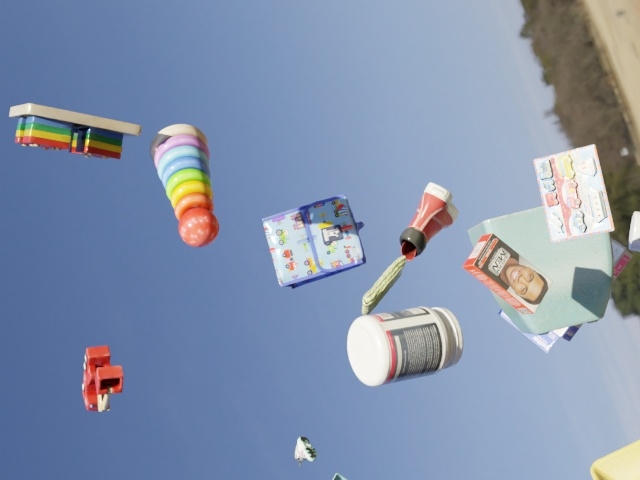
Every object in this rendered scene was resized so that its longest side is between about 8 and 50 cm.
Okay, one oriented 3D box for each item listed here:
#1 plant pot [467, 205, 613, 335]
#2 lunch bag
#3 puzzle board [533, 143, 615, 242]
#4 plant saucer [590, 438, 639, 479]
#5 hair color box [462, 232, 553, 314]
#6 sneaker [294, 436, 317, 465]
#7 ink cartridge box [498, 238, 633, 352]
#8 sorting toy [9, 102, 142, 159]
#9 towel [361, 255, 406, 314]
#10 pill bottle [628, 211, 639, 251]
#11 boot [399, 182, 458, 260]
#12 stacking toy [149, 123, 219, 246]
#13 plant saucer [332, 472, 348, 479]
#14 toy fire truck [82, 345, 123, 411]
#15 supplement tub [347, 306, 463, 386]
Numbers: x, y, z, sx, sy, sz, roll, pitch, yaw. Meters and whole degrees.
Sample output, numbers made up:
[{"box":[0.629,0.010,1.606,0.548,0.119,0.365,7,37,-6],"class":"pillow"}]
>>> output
[{"box":[0.469,0.061,1.897,0.248,0.247,0.252,77,180,-85],"class":"plant pot"},{"box":[0.000,0.000,2.789,0.138,0.293,0.221,16,-123,-73],"class":"lunch bag"},{"box":[0.369,-0.067,1.335,0.011,0.096,0.128,-10,-93,-53],"class":"puzzle board"},{"box":[0.743,0.504,1.812,0.081,0.333,0.332,56,-168,-21],"class":"plant saucer"},{"box":[0.322,0.058,1.567,0.141,0.043,0.072,37,-107,-11],"class":"hair color box"},{"box":[-0.043,0.577,2.430,0.038,0.069,0.098,14,-163,-22],"class":"sneaker"},{"box":[0.594,0.108,2.230,0.065,0.311,0.186,29,-171,-47],"class":"ink cartridge box"},{"box":[-0.581,-0.247,2.134,0.255,0.257,0.089,9,-89,-28],"class":"sorting toy"},{"box":[0.142,0.100,2.052,0.027,0.148,0.110,37,165,12],"class":"towel"},{"box":[0.889,-0.012,2.286,0.119,0.209,0.119,8,-90,-77],"class":"pill bottle"},{"box":[0.248,-0.025,2.161,0.176,0.088,0.244,-61,-16,-4],"class":"boot"},{"box":[-0.298,-0.119,2.100,0.141,0.141,0.330,45,-163,-46],"class":"stacking toy"},{"box":[0.012,0.634,2.098,0.067,0.018,0.192,38,-110,-17],"class":"plant saucer"},{"box":[-0.417,0.277,1.739,0.047,0.192,0.135,-3,-137,-23],"class":"toy fire truck"},{"box":[0.228,0.281,2.466,0.272,0.191,0.191,-6,-107,-28],"class":"supplement tub"}]
